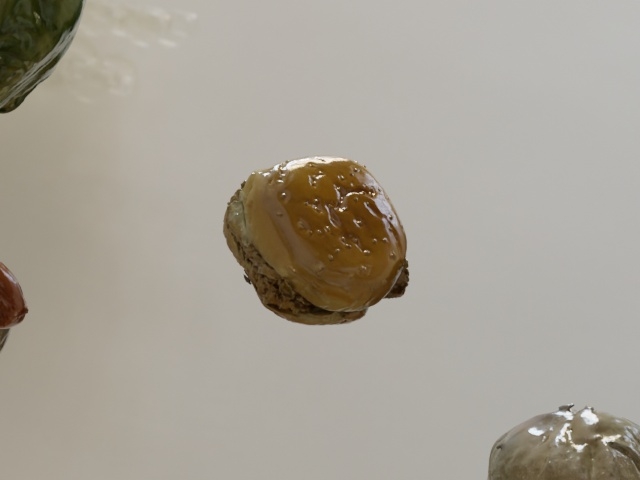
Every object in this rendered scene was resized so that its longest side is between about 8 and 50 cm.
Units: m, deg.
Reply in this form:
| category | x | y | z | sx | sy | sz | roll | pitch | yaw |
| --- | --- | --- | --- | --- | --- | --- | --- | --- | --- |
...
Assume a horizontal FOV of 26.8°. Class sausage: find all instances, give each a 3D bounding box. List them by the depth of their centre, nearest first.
| category | x | y | z | sx | sy | sz | roll | pitch | yaw |
| --- | --- | --- | --- | --- | --- | --- | --- | --- | --- |
| sausage | -0.508 | 0.060 | 1.991 | 0.089 | 0.179 | 0.089 | -33 | 16 | 11 |

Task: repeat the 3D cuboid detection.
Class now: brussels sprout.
| category | x | y | z | sx | sy | sz | roll | pitch | yaw |
| --- | --- | --- | --- | --- | --- | --- | --- | --- | --- |
| brussels sprout | -0.403 | -0.258 | 1.573 | 0.271 | 0.219 | 0.210 | -67 | 12 | -14 |

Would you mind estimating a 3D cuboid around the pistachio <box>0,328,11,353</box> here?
| category | x | y | z | sx | sy | sz | roll | pitch | yaw |
| --- | --- | --- | --- | --- | --- | --- | --- | --- | --- |
| pistachio | -0.575 | 0.132 | 2.218 | 0.136 | 0.136 | 0.226 | -68 | -5 | -55 |

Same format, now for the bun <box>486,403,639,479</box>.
| category | x | y | z | sx | sy | sz | roll | pitch | yaw |
| --- | --- | --- | --- | --- | --- | --- | --- | --- | --- |
| bun | 0.347 | 0.337 | 1.865 | 0.281 | 0.281 | 0.205 | 96 | 159 | -72 |

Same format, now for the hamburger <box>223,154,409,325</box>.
| category | x | y | z | sx | sy | sz | roll | pitch | yaw |
| --- | --- | --- | --- | --- | --- | --- | --- | --- | --- |
| hamburger | 0.000 | 0.000 | 1.072 | 0.147 | 0.138 | 0.083 | -11 | -21 | -41 |
